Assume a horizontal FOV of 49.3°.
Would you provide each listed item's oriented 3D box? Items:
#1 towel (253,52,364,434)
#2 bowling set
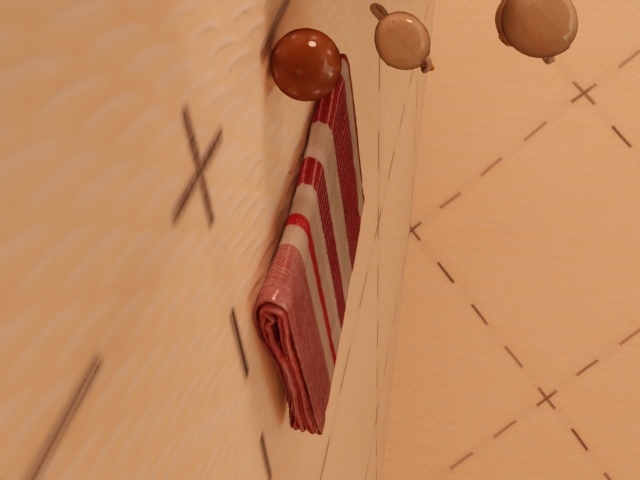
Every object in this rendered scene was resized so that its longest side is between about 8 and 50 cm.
[{"bbox_3d":[0.000,0.000,0.717,0.237,0.037,0.329,81,17,-49],"label":"towel"},{"bbox_3d":[0.037,-0.205,0.544,0.287,0.200,0.154,51,16,-8],"label":"bowling set"}]
